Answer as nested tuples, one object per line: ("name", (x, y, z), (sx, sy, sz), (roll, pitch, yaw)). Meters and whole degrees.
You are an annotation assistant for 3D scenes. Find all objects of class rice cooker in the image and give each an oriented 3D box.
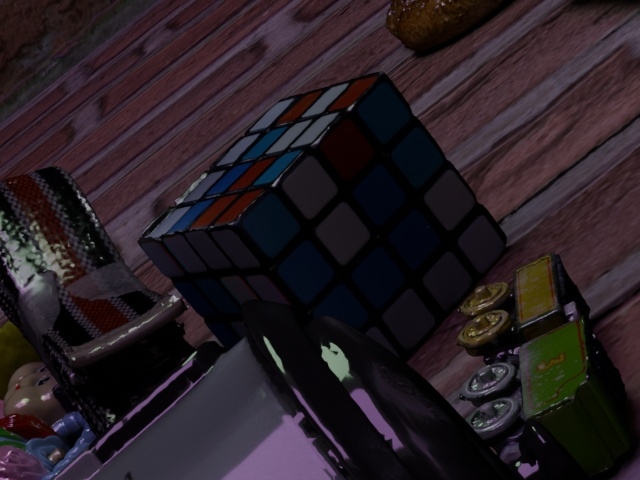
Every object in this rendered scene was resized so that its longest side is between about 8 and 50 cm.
("rice cooker", (0.006, 0.153, 0.713), (0.227, 0.241, 0.280), (-41, -14, 2))

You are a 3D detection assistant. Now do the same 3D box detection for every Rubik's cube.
("Rubik's cube", (0.000, 0.000, 1.296), (0.154, 0.151, 0.155), (-45, 18, -23))

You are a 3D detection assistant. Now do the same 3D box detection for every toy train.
("toy train", (0.118, 0.068, 1.026), (0.081, 0.060, 0.202), (-27, 18, 14))

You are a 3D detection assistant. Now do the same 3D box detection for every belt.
("belt", (-0.163, 0.053, 1.361), (0.094, 0.126, 0.359), (-28, 35, -13))

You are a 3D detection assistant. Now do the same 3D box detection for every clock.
("clock", (-0.218, 0.164, 1.423), (0.195, 0.100, 0.194), (-39, 20, 6))

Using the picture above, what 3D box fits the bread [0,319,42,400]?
("bread", (-0.209, 0.098, 1.576), (0.129, 0.111, 0.114), (-30, 10, 14))

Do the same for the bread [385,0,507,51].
("bread", (0.136, -0.254, 1.848), (0.193, 0.064, 0.193), (-38, 17, 14))
